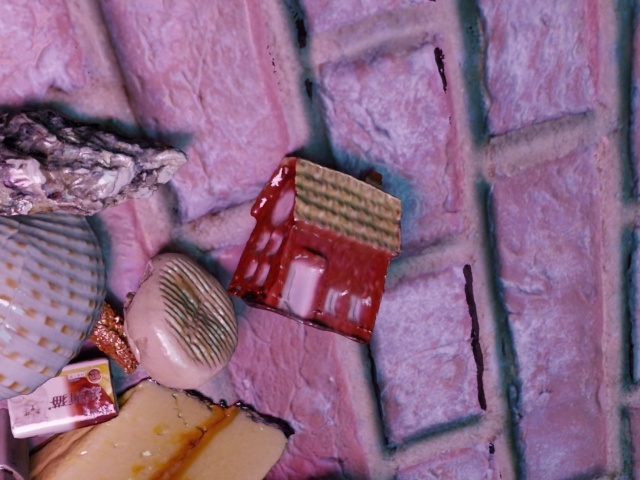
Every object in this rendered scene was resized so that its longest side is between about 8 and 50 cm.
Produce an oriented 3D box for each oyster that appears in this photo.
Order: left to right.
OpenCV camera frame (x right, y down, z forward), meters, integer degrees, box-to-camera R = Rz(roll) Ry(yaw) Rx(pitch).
[{"bbox_3d":[-0.328,-0.091,1.173,0.252,0.087,0.199,32,65,-19],"label":"oyster"}]

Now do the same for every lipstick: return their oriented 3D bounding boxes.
[{"bbox_3d":[-0.473,0.359,1.313,0.079,0.253,0.077,-30,123,-2],"label":"lipstick"}]

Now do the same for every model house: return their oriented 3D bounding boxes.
[{"bbox_3d":[0.000,0.000,1.319,0.196,0.160,0.253,22,82,-26],"label":"model house"}]

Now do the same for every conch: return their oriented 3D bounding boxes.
[{"bbox_3d":[-0.443,0.081,1.173,0.303,0.215,0.319,41,98,-16],"label":"conch"}]

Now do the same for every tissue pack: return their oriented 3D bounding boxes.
[{"bbox_3d":[-0.383,0.236,1.342,0.149,0.106,0.099,-10,83,-11],"label":"tissue pack"}]

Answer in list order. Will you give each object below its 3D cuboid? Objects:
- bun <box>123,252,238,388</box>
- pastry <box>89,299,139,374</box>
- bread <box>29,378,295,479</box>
[{"bbox_3d":[-0.218,0.118,1.309,0.128,0.178,0.193,-20,116,33],"label":"bun"},{"bbox_3d":[-0.316,0.129,1.338,0.063,0.087,0.169,-42,123,-8],"label":"pastry"},{"bbox_3d":[-0.316,0.388,1.515,0.346,0.242,0.405,46,65,-28],"label":"bread"}]
